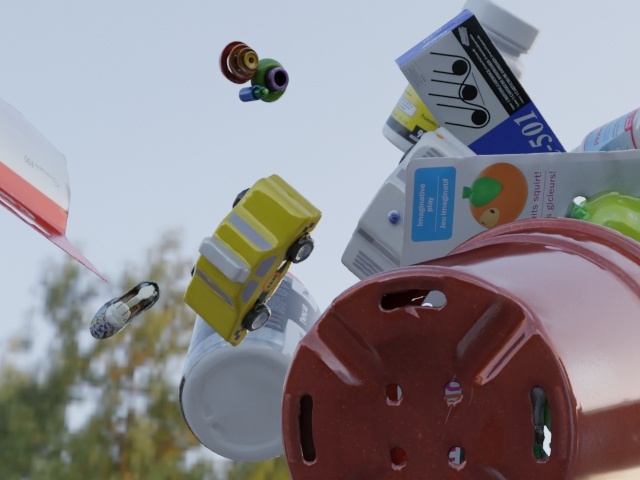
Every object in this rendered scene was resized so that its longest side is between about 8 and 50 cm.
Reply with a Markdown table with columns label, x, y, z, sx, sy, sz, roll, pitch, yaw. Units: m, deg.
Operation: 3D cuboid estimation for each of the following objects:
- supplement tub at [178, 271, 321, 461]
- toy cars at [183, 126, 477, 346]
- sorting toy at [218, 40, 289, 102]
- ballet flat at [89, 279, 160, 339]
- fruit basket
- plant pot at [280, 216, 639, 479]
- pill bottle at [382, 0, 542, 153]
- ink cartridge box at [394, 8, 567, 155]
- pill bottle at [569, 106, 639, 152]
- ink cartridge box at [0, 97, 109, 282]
| label | x | y | z | sx | sy | sz | roll | pitch | yaw |
| --- | --- | --- | --- | --- | --- | --- | --- | --- | --- |
| supplement tub | -0.092 | 0.162 | 2.308 | 0.193 | 0.316 | 0.194 | 1 | -67 | 2 |
| toy cars | 0.000 | 0.000 | 1.706 | 0.393 | 0.177 | 0.087 | -14 | -8 | 29 |
| sorting toy | -0.068 | -0.186 | 1.815 | 0.102 | 0.061 | 0.042 | 21 | -14 | -37 |
| ballet flat | -0.247 | 0.084 | 2.055 | 0.041 | 0.114 | 0.041 | 29 | -41 | 29 |
| fruit basket | 0.228 | 0.081 | 1.410 | 0.353 | 0.327 | 0.165 | -5 | 18 | -28 |
| plant pot | 0.119 | 0.116 | 1.119 | 0.272 | 0.272 | 0.265 | -15 | -7 | 24 |
| pill bottle | 0.175 | -0.191 | 1.974 | 0.119 | 0.119 | 0.208 | 23 | -76 | -30 |
| ink cartridge box | 0.178 | -0.134 | 1.727 | 0.097 | 0.046 | 0.207 | -35 | -74 | 6 |
| pill bottle | 0.376 | -0.108 | 1.992 | 0.087 | 0.087 | 0.160 | 18 | -23 | -25 |
| ink cartridge box | -0.254 | -0.080 | 1.226 | 0.232 | 0.066 | 0.189 | 33 | -6 | 43 |
